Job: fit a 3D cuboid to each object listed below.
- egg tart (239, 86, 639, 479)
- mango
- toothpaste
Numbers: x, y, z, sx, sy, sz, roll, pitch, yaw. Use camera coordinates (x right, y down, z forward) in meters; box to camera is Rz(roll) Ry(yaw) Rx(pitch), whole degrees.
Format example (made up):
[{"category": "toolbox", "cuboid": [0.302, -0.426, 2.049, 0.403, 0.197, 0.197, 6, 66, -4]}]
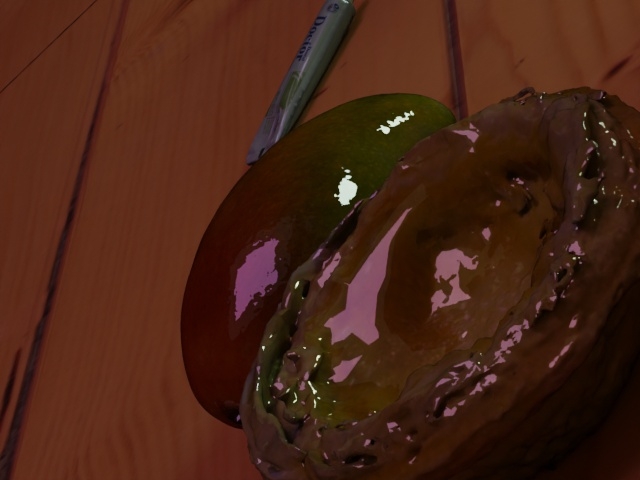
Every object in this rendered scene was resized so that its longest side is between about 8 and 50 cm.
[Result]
[{"category": "egg tart", "cuboid": [0.078, 0.044, 0.994, 0.288, 0.118, 0.288, -36, 29, 24]}, {"category": "mango", "cuboid": [-0.004, 0.003, 1.215, 0.146, 0.129, 0.289, -29, 23, 36]}, {"category": "toothpaste", "cuboid": [-0.012, -0.148, 1.603, 0.048, 0.029, 0.197, -14, 43, 56]}]
